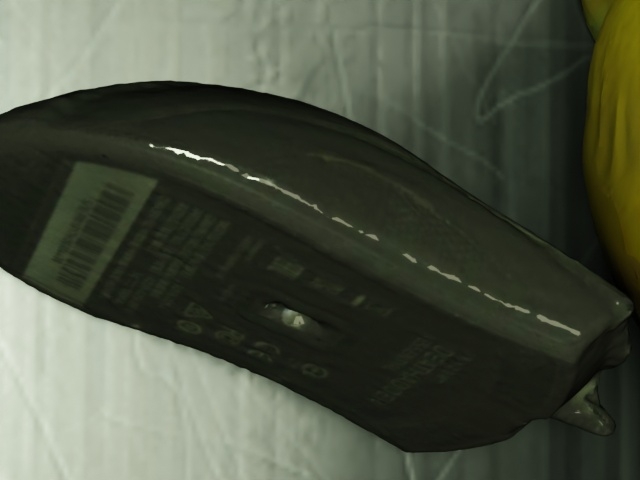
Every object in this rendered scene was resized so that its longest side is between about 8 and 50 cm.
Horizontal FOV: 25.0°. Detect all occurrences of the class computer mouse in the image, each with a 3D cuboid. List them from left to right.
[{"bbox_3d":[0.000,0.000,0.529,0.264,0.147,0.088,28,61,-12],"label":"computer mouse"}]

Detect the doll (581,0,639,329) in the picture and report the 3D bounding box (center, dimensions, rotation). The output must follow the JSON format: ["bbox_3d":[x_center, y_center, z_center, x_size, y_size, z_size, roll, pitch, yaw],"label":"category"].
[{"bbox_3d":[0.199,0.019,0.425,0.161,0.348,0.423,-24,72,-3],"label":"doll"}]
